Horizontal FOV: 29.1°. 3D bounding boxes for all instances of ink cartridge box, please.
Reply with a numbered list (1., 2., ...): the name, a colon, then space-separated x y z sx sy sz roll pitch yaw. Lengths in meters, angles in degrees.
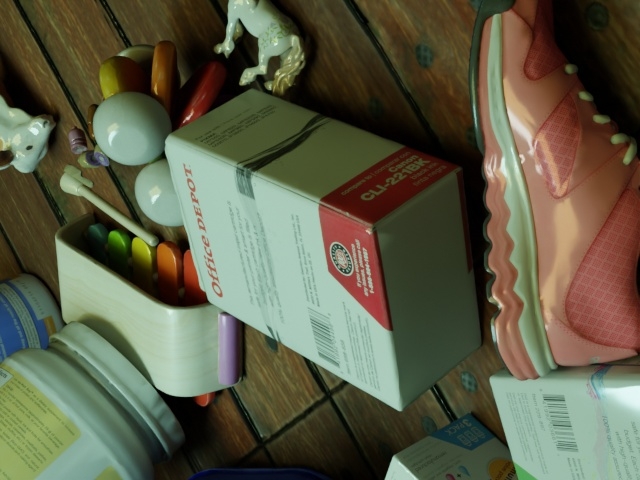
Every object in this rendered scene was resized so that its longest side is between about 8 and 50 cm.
1. ink cartridge box: 0.000 0.000 1.110 0.273 0.114 0.197 25 138 41
2. ink cartridge box: 0.153 0.246 1.079 0.181 0.104 0.062 41 135 29
3. ink cartridge box: 0.249 0.158 0.929 0.212 0.093 0.154 -6 103 53

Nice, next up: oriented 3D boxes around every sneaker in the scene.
1. sneaker: 0.188 -0.057 0.914 0.136 0.116 0.314 -5 94 13

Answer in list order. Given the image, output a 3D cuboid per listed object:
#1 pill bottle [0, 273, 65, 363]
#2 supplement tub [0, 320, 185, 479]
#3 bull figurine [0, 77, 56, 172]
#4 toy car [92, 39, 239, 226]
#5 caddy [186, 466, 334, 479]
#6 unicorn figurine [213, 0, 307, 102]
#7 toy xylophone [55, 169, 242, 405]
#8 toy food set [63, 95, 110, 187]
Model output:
1. pill bottle: -0.498 0.155 1.687 0.152 0.272 0.152 25 125 42
2. supplement tub: -0.345 0.277 1.433 0.241 0.331 0.241 38 157 20
3. bull figurine: -0.463 -0.177 1.628 0.310 0.101 0.188 0 104 48
4. toy car: -0.136 -0.118 1.233 0.136 0.159 0.182 -21 123 13
5. caddy: -0.081 0.378 1.365 0.341 0.179 0.241 -7 88 38
6. unicorn figurine: -0.067 -0.212 1.171 0.162 0.060 0.111 38 135 11
7. toy xylophone: -0.215 0.050 1.450 0.322 0.081 0.236 35 132 36
8. toy food set: -0.254 -0.126 1.406 0.078 0.019 0.122 30 92 38
